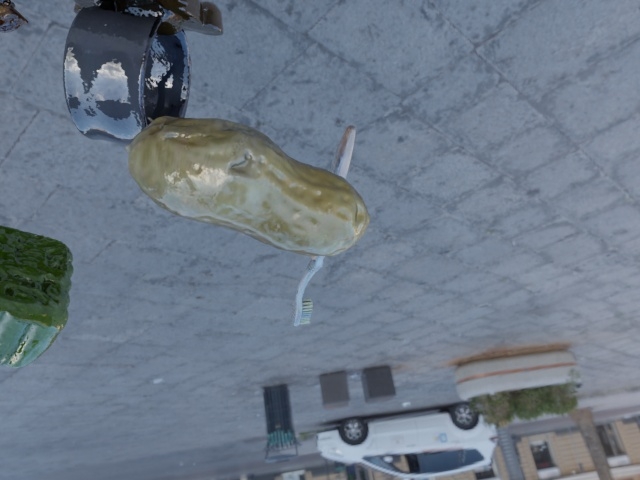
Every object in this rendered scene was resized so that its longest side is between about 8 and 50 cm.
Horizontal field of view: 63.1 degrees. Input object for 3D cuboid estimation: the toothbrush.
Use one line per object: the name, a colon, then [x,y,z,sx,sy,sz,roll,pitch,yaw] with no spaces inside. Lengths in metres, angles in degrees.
toothbrush: [0.000,0.000,0.762,0.037,0.028,0.375,-3,132,-20]

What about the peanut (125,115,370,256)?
peanut: [-0.055,-0.041,0.441,0.214,0.099,0.099,27,141,-21]

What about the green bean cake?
green bean cake: [-0.516,0.077,0.815,0.222,0.248,0.124,19,116,-35]

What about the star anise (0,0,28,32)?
star anise: [-0.597,-0.395,0.897,0.168,0.167,0.057,10,141,-37]

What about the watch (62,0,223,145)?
watch: [-0.377,-0.349,1.023,0.314,0.326,0.335,8,-175,0]
